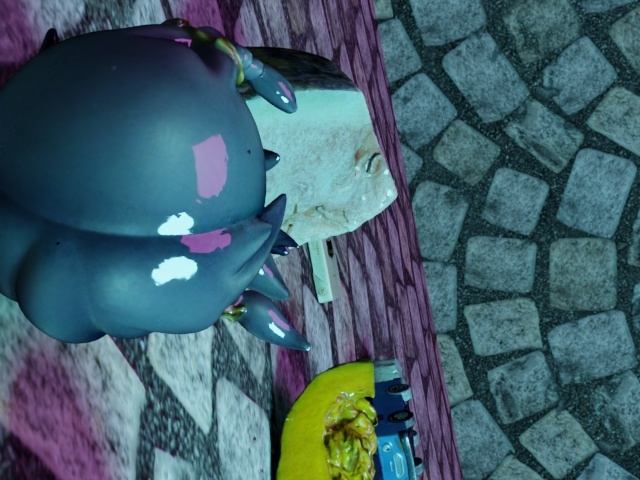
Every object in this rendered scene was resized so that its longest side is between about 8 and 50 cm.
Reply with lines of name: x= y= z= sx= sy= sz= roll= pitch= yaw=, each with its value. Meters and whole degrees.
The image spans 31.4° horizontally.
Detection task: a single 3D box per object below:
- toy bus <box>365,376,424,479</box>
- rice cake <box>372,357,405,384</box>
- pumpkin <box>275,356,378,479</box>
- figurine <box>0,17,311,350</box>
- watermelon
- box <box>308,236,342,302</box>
toy bus: x=0.079 y=0.262 z=1.518 sx=0.184 sy=0.106 sz=0.090 roll=-84 pitch=166 yaw=-74
rice cake: x=0.098 y=0.271 z=1.730 sx=0.063 sy=0.069 sz=0.206 roll=68 pitch=14 yaw=-50
pumpkin: x=0.008 y=0.266 z=1.192 sx=0.163 sy=0.111 sz=0.278 roll=93 pitch=-6 yaw=-54
figurine: x=-0.099 y=-0.028 z=0.659 sx=0.265 sy=0.175 sz=0.197 roll=-89 pitch=175 yaw=-77
watermelon: x=-0.054 y=-0.091 z=1.116 sx=0.231 sy=0.193 sz=0.310 roll=60 pitch=-2 yaw=-1
box: x=0.000 y=0.000 z=1.576 sx=0.090 sy=0.024 sz=0.166 roll=-6 pitch=86 yaw=-80
